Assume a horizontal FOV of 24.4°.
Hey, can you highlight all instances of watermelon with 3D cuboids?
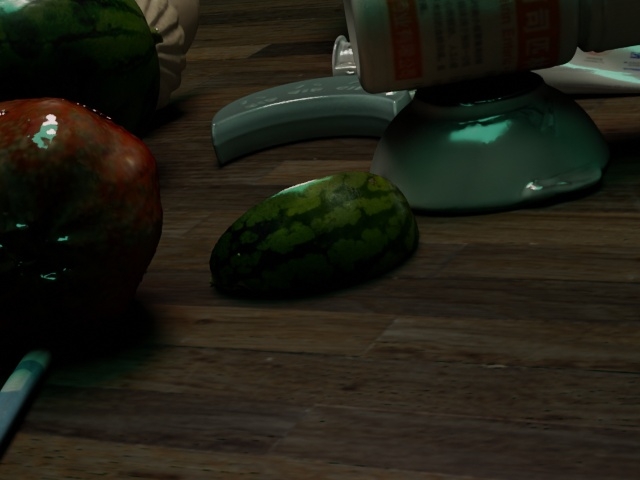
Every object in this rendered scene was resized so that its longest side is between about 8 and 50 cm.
[{"bbox_3d":[-0.265,-0.152,1.328,0.242,0.242,0.242,-9,20,3],"label":"watermelon"},{"bbox_3d":[0.004,0.007,1.050,0.163,0.087,0.069,-17,58,-11],"label":"watermelon"}]

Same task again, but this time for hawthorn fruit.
[{"bbox_3d":[-0.192,-0.024,1.046,0.181,0.181,0.235,-9,20,4],"label":"hawthorn fruit"}]

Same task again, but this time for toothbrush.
[{"bbox_3d":[-0.196,0.119,0.858,0.019,0.025,0.275,-8,20,7],"label":"toothbrush"}]

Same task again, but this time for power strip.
[{"bbox_3d":[0.009,-0.118,1.383,0.216,0.044,0.137,-7,19,10],"label":"power strip"}]

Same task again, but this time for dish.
[{"bbox_3d":[0.119,-0.086,1.193,0.246,0.078,0.224,-19,23,-24],"label":"dish"}]

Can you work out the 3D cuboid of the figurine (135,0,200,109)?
[{"bbox_3d":[-0.288,-0.191,1.584,0.332,0.185,0.204,-19,46,32],"label":"figurine"}]

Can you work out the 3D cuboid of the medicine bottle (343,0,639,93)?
[{"bbox_3d":[0.144,-0.202,1.173,0.252,0.144,0.144,-11,20,-2],"label":"medicine bottle"}]

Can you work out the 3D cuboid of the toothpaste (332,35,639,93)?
[{"bbox_3d":[0.173,-0.173,1.415,0.323,0.066,0.100,0,48,18],"label":"toothpaste"}]
